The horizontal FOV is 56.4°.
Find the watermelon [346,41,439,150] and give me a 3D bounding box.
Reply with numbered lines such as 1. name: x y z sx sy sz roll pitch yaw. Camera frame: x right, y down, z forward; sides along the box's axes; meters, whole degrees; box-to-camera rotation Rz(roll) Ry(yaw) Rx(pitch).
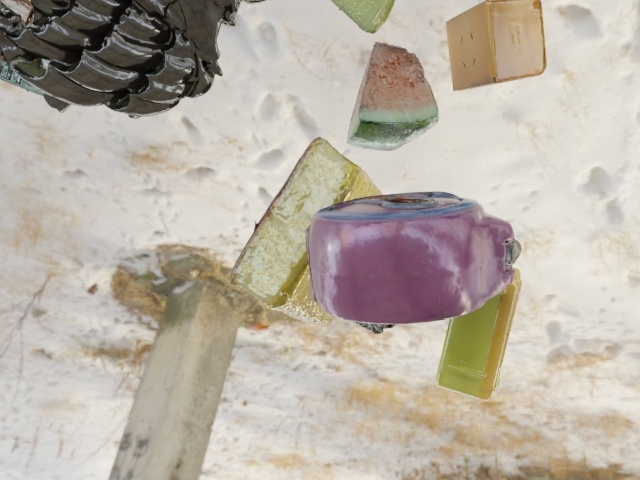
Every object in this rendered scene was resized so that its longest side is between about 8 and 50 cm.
1. watermelon: 0.167 -0.350 1.421 0.193 0.256 0.140 5 158 -12

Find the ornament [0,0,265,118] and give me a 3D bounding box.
1. ornament: -0.189 -0.192 0.464 0.260 0.106 0.251 -45 127 14

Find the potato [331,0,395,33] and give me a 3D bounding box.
1. potato: 0.098 -0.557 1.337 0.149 0.081 0.120 45 120 8

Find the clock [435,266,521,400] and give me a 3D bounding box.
1. clock: 0.246 0.132 0.928 0.096 0.202 0.143 13 -177 17

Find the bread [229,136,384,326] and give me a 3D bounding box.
1. bread: 0.000 0.000 1.210 0.143 0.323 0.333 31 177 25

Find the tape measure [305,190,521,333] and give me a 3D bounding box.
1. tape measure: 0.106 0.020 0.724 0.245 0.149 0.231 -8 -169 -20

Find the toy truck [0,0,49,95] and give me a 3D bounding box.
1. toy truck: -0.602 -0.390 1.131 0.338 0.184 0.133 24 178 -33

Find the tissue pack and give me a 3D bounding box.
1. tissue pack: 0.438 -0.495 1.516 0.145 0.194 0.274 -12 -168 -7
